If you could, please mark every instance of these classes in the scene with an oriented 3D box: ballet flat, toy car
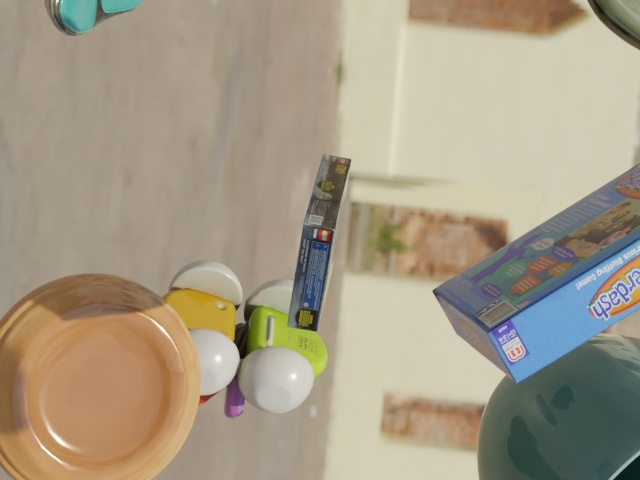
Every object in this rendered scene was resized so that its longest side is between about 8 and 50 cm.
[{"bbox_3d":[-0.265,-0.267,1.775,0.213,0.068,0.072,-36,134,-66],"label":"ballet flat"},{"bbox_3d":[-0.088,0.118,1.628,0.159,0.182,0.136,-89,-163,-53],"label":"toy car"}]

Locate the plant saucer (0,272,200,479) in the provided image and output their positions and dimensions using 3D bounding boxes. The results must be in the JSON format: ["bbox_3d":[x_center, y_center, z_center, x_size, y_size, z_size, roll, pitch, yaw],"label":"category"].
[{"bbox_3d":[-0.192,0.128,1.377,0.037,0.200,0.200,-168,-98,-64],"label":"plant saucer"}]

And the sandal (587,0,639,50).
[{"bbox_3d":[0.335,-0.154,1.199,0.086,0.302,0.120,-43,-153,60],"label":"sandal"}]

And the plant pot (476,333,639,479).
[{"bbox_3d":[0.290,0.226,1.574,0.235,0.293,0.293,-132,-142,-52],"label":"plant pot"}]

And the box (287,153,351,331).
[{"bbox_3d":[0.000,0.000,1.311,0.137,0.027,0.094,-76,176,-62],"label":"box"}]

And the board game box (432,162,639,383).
[{"bbox_3d":[0.198,0.015,1.180,0.047,0.210,0.160,59,-3,-13],"label":"board game box"}]
